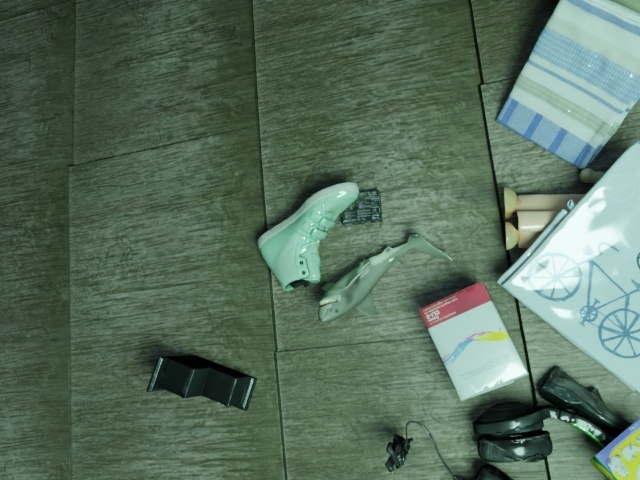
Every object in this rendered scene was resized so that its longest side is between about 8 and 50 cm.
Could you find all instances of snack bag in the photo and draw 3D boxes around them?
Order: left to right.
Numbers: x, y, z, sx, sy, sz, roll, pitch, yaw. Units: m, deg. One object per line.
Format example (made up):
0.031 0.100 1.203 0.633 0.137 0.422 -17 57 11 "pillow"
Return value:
0.538 0.046 0.964 0.323 0.037 0.342 38 104 5 "snack bag"

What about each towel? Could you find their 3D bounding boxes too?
0.467 -0.287 1.023 0.209 0.034 0.285 37 133 18 "towel"

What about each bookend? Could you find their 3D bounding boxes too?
-0.234 0.291 1.142 0.157 0.156 0.072 16 84 17 "bookend"

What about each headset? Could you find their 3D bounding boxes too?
0.313 0.392 0.954 0.394 0.185 0.243 9 82 17 "headset"

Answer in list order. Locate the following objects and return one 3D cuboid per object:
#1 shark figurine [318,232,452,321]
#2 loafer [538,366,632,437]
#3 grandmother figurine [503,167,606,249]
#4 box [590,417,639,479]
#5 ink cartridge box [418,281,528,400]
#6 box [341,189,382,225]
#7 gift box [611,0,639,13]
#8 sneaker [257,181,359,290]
0.111 0.089 1.131 0.278 0.166 0.116 -34 98 -10 "shark figurine"
0.476 0.286 0.995 0.170 0.062 0.061 31 67 16 "loafer"
0.514 -0.034 1.023 0.342 0.104 0.207 -3 88 18 "grandmother figurine"
0.520 0.375 0.858 0.105 0.043 0.179 -34 58 -11 "box"
0.278 0.184 1.031 0.127 0.128 0.176 -26 74 10 "ink cartridge box"
0.085 -0.069 1.190 0.083 0.018 0.067 -7 78 15 "box"
0.560 -0.511 1.008 0.276 0.258 0.255 -28 75 -5 "gift box"
0.000 0.000 1.155 0.256 0.094 0.151 -36 67 21 "sneaker"
